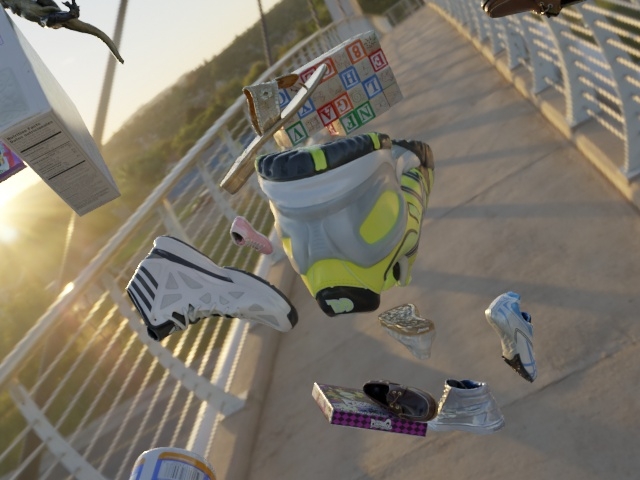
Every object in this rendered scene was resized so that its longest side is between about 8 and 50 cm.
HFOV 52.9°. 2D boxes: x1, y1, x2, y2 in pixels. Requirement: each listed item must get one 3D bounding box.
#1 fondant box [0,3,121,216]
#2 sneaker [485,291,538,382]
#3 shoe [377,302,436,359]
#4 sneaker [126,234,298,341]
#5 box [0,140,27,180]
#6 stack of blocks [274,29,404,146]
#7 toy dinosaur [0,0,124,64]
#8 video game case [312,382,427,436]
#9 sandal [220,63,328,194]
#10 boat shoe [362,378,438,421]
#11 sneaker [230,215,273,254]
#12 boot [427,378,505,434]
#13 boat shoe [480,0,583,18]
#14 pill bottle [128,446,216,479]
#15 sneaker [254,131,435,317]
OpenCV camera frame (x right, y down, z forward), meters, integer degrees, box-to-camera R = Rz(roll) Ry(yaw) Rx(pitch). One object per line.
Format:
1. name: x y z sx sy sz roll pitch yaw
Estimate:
1. fondant box: -0.491 -0.215 1.137 0.096 0.238 0.330 -29 -18 -9
2. sneaker: 0.415 0.206 1.336 0.086 0.237 0.085 -36 32 -11
3. shoe: 0.153 0.159 1.140 0.076 0.058 0.219 -18 6 -4
4. sneaker: -0.297 0.189 1.671 0.258 0.447 0.169 -61 -10 -29
5. box: -0.778 -0.295 1.514 0.200 0.294 0.057 -16 3 38
6. stack of blocks: 0.022 -0.320 1.437 0.297 0.171 0.087 -34 21 -18
7. toy dinosaur: -0.463 -0.397 1.109 0.118 0.268 0.064 140 146 -61
8. video game case: 0.112 0.403 1.538 0.210 0.232 0.042 -161 83 -78
9. sandal: -0.085 -0.184 0.919 0.240 0.079 0.088 -55 16 -9
10. boat shoe: 0.176 0.362 1.459 0.207 0.073 0.073 -1 76 57
11. sneaker: -0.184 0.004 1.681 0.051 0.134 0.070 -32 23 34
12. boot: 0.328 0.393 1.566 0.095 0.124 0.258 -20 2 -38
13. boat shoe: 0.539 -0.584 1.515 0.307 0.105 0.110 -17 -7 20
14. pill bottle: -0.267 0.492 1.046 0.152 0.152 0.272 -30 29 24
15. sneaker: 0.040 -0.025 0.661 0.145 0.147 0.384 -8 5 21
